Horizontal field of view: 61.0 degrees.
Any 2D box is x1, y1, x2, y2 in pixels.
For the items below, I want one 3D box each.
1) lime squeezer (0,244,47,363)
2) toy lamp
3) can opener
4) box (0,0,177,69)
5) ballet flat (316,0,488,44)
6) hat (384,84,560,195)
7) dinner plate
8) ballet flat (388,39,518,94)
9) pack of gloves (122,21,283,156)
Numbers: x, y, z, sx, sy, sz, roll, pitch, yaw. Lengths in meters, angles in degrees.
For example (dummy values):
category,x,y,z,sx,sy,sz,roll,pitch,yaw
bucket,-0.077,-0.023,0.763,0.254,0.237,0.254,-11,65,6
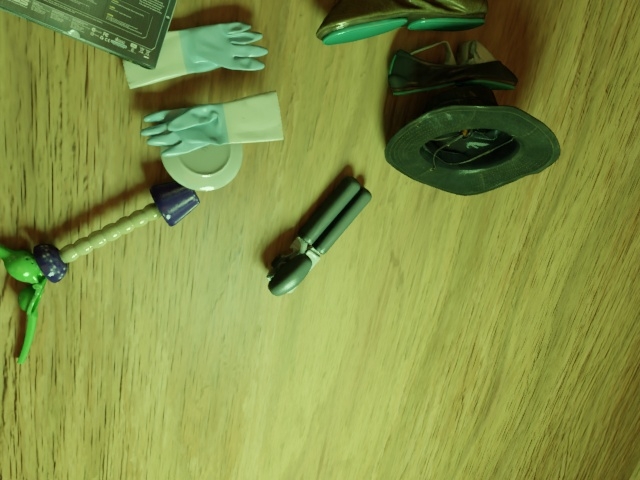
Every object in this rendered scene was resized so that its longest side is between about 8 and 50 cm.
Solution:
category,x,y,z,sx,sy,sz,roll,pitch,yaw
lime squeezer,-0.513,0.083,0.907,0.110,0.059,0.310,-19,122,-16
toy lamp,-0.339,-0.024,0.923,0.275,0.080,0.080,-26,123,-9
can opener,0.000,0.000,1.087,0.074,0.093,0.280,39,90,-33
box,-0.318,-0.369,0.757,0.231,0.056,0.183,16,98,-30
ballet flat,0.140,-0.418,0.936,0.343,0.116,0.124,-14,99,-18
hat,0.289,-0.214,1.064,0.331,0.331,0.133,16,64,-30
dinner plate,-0.199,-0.155,0.921,0.141,0.017,0.141,2,86,-24
ballet flat,0.262,-0.332,1.038,0.281,0.095,0.096,-8,105,-21
pack of gloves,-0.190,-0.247,0.893,0.232,0.046,0.195,-11,105,-11
